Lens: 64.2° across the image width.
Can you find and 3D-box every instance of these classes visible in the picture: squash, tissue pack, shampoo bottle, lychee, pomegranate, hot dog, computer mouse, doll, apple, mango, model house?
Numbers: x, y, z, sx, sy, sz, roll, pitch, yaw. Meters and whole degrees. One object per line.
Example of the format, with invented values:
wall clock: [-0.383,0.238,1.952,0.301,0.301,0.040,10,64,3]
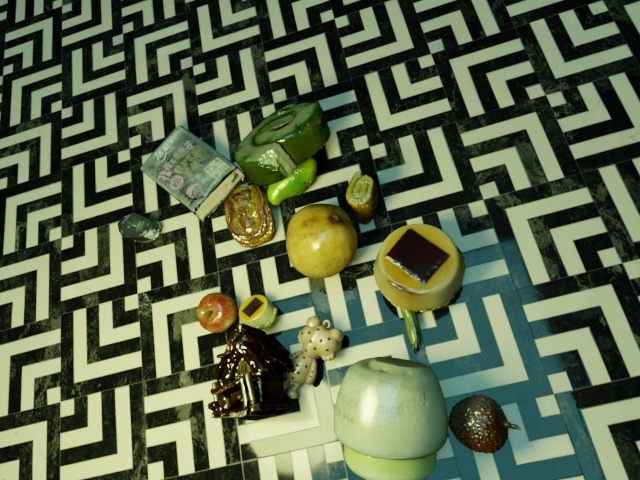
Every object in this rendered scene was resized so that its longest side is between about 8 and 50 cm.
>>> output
squash: [0.297,0.270,1.666,0.052,0.052,0.184,-14,66,8]
tissue pack: [-0.513,-0.276,2.033,0.361,0.122,0.259,36,80,24]
shampoo bottle: [0.197,0.494,1.451,0.322,0.322,0.318,-1,92,13]
lychee: [0.468,0.526,1.467,0.197,0.165,0.165,-19,64,35]
pomegranate: [0.000,0.000,1.739,0.260,0.260,0.261,-5,69,12]
hot dog: [-0.269,-0.108,1.909,0.175,0.114,0.259,-21,67,6]
computer mouse: [-0.715,-0.045,2.023,0.192,0.062,0.106,11,72,11]
doll: [-0.045,0.381,1.682,0.154,0.119,0.278,41,93,24]
apple: [-0.360,0.251,1.790,0.146,0.131,0.147,-3,82,20]
mango: [-0.103,-0.221,1.907,0.125,0.111,0.233,43,91,-12]
model house: [-0.250,0.401,1.585,0.296,0.317,0.283,-11,71,21]

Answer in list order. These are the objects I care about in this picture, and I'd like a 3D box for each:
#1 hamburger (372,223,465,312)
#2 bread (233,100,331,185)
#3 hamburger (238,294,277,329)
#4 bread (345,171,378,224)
hamburger: [0.319,0.090,1.653,0.301,0.170,0.302,-4,61,8]
bread: [-0.143,-0.364,1.881,0.366,0.129,0.382,-19,37,23]
hamburger: [-0.214,0.256,1.771,0.141,0.082,0.127,9,55,38]
bread: [0.150,-0.147,1.791,0.103,0.172,0.132,14,73,15]
